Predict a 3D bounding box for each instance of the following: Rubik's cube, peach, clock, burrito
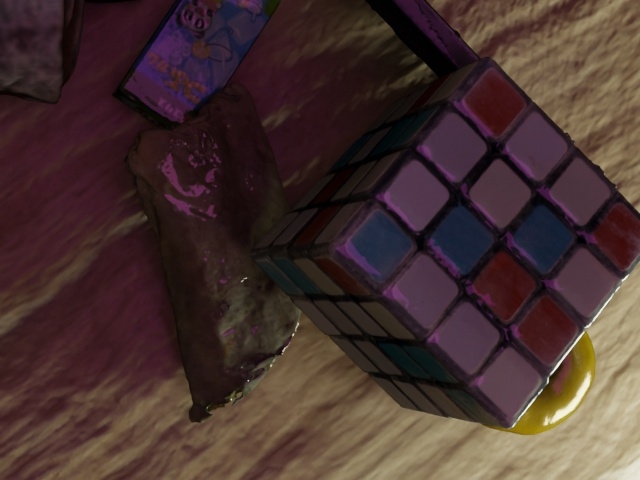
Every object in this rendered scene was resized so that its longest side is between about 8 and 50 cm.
[{"bbox_3d":[0.127,0.008,1.333,0.259,0.256,0.253,46,74,-11],"label":"Rubik's cube"},{"bbox_3d":[0.236,0.140,1.549,0.179,0.103,0.179,-4,100,-24],"label":"peach"},{"bbox_3d":[0.116,-0.223,1.439,0.049,0.279,0.273,-43,102,9],"label":"clock"},{"bbox_3d":[-0.097,0.013,1.432,0.175,0.107,0.348,-17,107,-19],"label":"burrito"}]

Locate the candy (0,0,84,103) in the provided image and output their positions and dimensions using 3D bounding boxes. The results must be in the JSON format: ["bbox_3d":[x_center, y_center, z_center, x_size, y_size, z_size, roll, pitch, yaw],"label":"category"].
[{"bbox_3d":[-0.318,-0.281,1.327,0.157,0.214,0.290,-3,94,-16],"label":"candy"}]

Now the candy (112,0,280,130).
[{"bbox_3d":[-0.136,-0.214,1.463,0.097,0.062,0.194,36,79,-16],"label":"candy"}]

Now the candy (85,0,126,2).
[{"bbox_3d":[-0.236,-0.415,1.435,0.088,0.061,0.312,-4,90,-16],"label":"candy"}]
